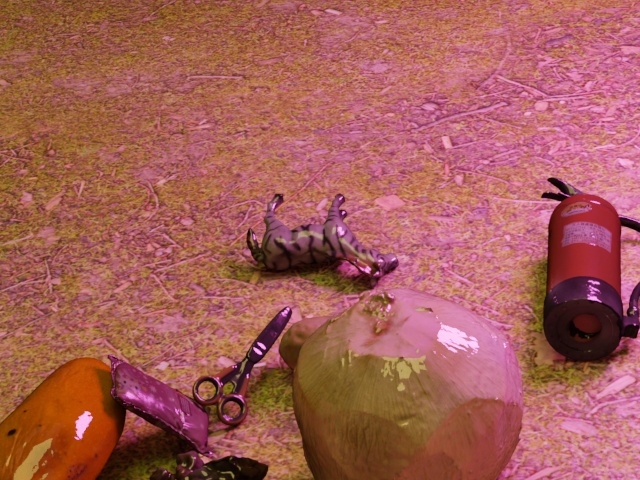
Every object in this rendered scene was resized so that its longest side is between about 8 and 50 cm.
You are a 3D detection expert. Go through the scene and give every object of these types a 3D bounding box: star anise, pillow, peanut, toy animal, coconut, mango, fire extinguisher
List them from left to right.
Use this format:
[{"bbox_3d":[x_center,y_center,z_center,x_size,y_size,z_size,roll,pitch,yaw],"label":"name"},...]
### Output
[{"bbox_3d":[-0.357,0.266,1.957,0.187,0.144,0.359,-28,18,28],"label":"mango"},{"bbox_3d":[-0.221,0.229,2.002,0.043,0.185,0.118,-49,27,16],"label":"pillow"},{"bbox_3d":[-0.179,0.354,1.810,0.214,0.099,0.220,-4,45,30],"label":"star anise"},{"bbox_3d":[0.009,-0.010,2.375,0.255,0.090,0.170,3,37,23],"label":"toy animal"},{"bbox_3d":[0.049,0.169,2.063,0.263,0.101,0.117,21,22,39],"label":"peanut"},{"bbox_3d":[0.107,0.200,1.823,0.297,0.254,0.297,2,42,-1],"label":"coconut"},{"bbox_3d":[0.424,0.042,2.198,0.200,0.113,0.376,33,33,-14],"label":"fire extinguisher"}]

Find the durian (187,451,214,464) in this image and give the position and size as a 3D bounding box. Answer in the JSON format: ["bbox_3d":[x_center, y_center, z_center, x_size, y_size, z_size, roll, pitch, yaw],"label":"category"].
[{"bbox_3d":[-0.145,0.307,1.938,0.130,0.052,0.066,17,40,40],"label":"durian"}]

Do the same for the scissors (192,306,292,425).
[{"bbox_3d":[-0.100,0.172,2.103,0.088,0.017,0.220,37,54,0],"label":"scissors"}]
